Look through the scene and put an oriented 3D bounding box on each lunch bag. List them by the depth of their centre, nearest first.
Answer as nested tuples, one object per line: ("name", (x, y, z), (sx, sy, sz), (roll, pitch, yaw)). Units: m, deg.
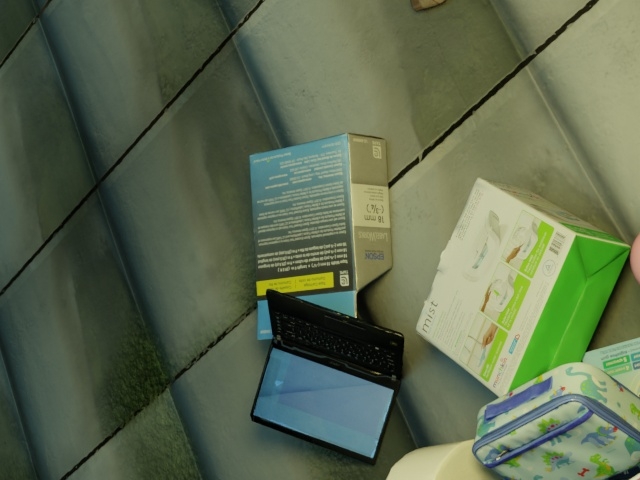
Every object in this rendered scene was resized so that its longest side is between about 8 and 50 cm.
("lunch bag", (0.325, 0.263, 1.645), (0.219, 0.176, 0.090), (-36, 26, 39))

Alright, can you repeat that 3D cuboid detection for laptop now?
("laptop", (0.004, 0.225, 1.973), (0.234, 0.264, 0.136), (18, 63, 11))

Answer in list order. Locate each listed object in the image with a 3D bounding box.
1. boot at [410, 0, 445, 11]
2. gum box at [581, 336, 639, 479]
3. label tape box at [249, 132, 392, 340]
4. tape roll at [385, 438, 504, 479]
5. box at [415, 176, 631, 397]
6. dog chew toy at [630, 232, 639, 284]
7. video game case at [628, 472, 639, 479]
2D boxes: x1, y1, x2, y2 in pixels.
("boot", (0.180, -0.441, 2.022), (0.087, 0.042, 0.118), (-32, 65, 30))
("gum box", (0.454, 0.228, 1.676), (0.157, 0.041, 0.184), (-24, 69, 41))
("label tape box", (0.000, 0.000, 2.092), (0.241, 0.106, 0.333), (-8, 83, 43))
("tape roll", (0.205, 0.431, 1.726), (0.100, 0.286, 0.286), (-18, 73, 40))
("box", (0.286, 0.073, 1.771), (0.231, 0.127, 0.262), (37, 111, 52))
("dog chew toy", (0.510, -0.058, 1.550), (0.206, 0.207, 0.331), (43, 118, 38))
("video game case", (0.470, 0.445, 1.578), (0.204, 0.025, 0.285), (-37, 70, 16))
